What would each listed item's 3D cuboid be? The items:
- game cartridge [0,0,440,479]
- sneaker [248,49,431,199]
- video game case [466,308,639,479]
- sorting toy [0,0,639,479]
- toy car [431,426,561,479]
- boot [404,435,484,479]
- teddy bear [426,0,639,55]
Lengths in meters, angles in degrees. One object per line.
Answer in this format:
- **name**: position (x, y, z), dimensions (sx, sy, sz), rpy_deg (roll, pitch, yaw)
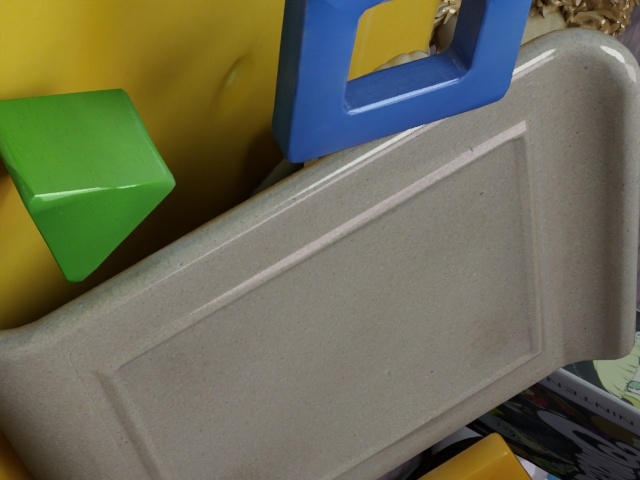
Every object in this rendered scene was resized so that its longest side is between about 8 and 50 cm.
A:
- **game cartridge**: position (-0.045, -0.057, 0.539), dimensions (0.285, 0.053, 0.323), rpy_deg (-41, 155, -43)
- **sneaker**: position (0.000, 0.000, 0.597), dimensions (0.061, 0.053, 0.152), rpy_deg (-20, 146, -28)
- **video game case**: position (0.108, 0.067, 0.829), dimensions (0.041, 0.210, 0.232), rpy_deg (-57, 160, -12)
- **sorting toy**: position (0.001, 0.024, 0.538), dimensions (0.196, 0.047, 0.347), rpy_deg (-26, 148, -8)
- **toy car**: position (0.118, 0.191, 1.123), dimensions (0.182, 0.136, 0.159), rpy_deg (-56, 159, -15)
- **boot**: position (0.084, 0.215, 0.963), dimensions (0.213, 0.165, 0.077), rpy_deg (-53, 179, 34)
- **teddy bear**: position (0.164, -0.190, 0.730), dimensions (0.338, 0.113, 0.245), rpy_deg (-41, 162, -4)
